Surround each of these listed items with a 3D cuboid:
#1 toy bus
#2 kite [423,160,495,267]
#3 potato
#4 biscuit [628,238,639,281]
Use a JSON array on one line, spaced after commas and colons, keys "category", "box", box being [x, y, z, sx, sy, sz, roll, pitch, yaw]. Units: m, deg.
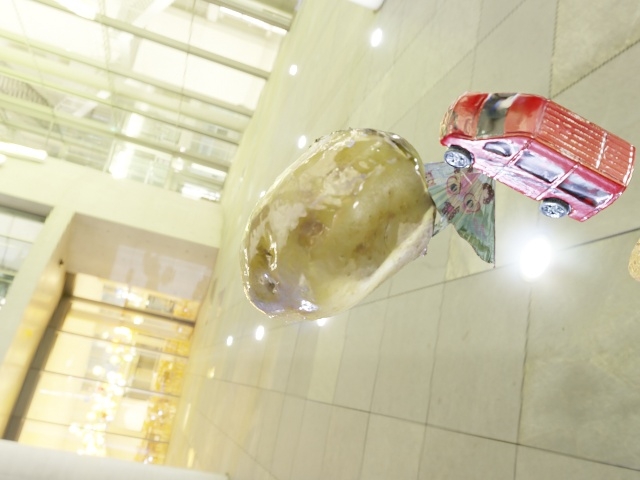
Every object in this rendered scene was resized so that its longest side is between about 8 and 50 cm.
[{"category": "toy bus", "box": [0.227, -0.101, 0.606, 0.081, 0.195, 0.089, -64, 2, -23]}, {"category": "kite", "box": [0.302, -0.085, 1.254, 0.323, 0.013, 0.268, 49, 126, 23]}, {"category": "potato", "box": [0.000, 0.000, 0.749, 0.285, 0.242, 0.243, -20, 54, 52]}, {"category": "biscuit", "box": [0.549, 0.013, 0.854, 0.250, 0.036, 0.166, 87, -157, -78]}]
